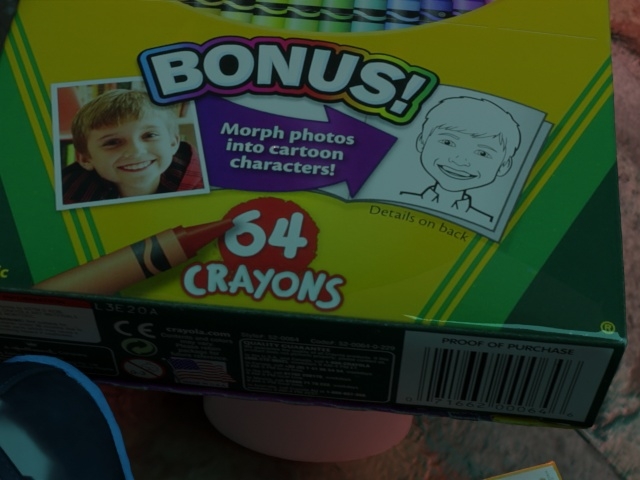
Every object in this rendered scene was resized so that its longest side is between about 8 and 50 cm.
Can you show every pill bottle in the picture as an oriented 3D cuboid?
[{"bbox_3d":[0.000,0.000,0.845,0.161,0.161,0.283,20,52,-19],"label":"pill bottle"}]

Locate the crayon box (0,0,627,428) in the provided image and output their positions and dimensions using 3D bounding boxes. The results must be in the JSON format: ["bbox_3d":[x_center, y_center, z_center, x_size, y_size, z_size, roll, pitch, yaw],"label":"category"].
[{"bbox_3d":[-0.012,-0.062,0.722,0.363,0.106,0.313,5,55,3],"label":"crayon box"}]

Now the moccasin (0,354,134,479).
[{"bbox_3d":[-0.132,0.227,0.582,0.117,0.138,0.342,-1,59,-57],"label":"moccasin"}]

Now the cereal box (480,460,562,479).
[{"bbox_3d":[0.012,0.200,0.711,0.240,0.173,0.047,-6,65,-34],"label":"cereal box"}]
